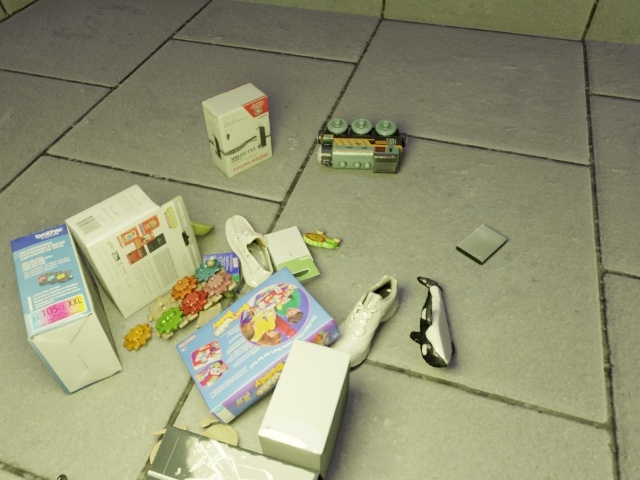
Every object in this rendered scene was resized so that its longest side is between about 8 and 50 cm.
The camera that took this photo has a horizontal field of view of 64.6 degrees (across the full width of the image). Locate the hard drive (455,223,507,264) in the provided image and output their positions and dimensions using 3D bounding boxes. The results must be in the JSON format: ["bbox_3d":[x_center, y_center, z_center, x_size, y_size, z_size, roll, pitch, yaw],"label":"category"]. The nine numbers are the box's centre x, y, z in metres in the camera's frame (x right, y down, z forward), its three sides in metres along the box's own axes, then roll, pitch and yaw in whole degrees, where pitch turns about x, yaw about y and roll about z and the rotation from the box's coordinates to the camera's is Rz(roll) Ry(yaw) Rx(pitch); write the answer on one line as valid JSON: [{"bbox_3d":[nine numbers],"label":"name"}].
[{"bbox_3d":[0.497,0.012,1.566,0.135,0.022,0.094,-36,56,-27],"label":"hard drive"}]

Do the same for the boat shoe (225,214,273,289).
[{"bbox_3d":[-0.201,0.016,1.509,0.098,0.096,0.277,0,48,-40],"label":"boat shoe"}]

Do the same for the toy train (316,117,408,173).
[{"bbox_3d":[0.147,-0.338,1.832,0.334,0.142,0.190,4,57,5],"label":"toy train"}]

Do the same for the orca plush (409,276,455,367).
[{"bbox_3d":[0.272,0.218,1.332,0.102,0.151,0.287,-23,46,23],"label":"orca plush"}]

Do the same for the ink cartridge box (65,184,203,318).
[{"bbox_3d":[-0.493,0.018,1.397,0.272,0.309,0.130,-34,55,-27],"label":"ink cartridge box"}]

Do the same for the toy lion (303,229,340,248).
[{"bbox_3d":[0.000,0.000,1.556,0.100,0.034,0.096,24,21,21],"label":"toy lion"}]

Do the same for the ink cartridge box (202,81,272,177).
[{"bbox_3d":[-0.287,-0.386,1.791,0.197,0.272,0.114,-32,58,-24],"label":"ink cartridge box"}]

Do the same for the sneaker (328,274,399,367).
[{"bbox_3d":[0.111,0.203,1.330,0.111,0.129,0.297,25,54,20],"label":"sneaker"}]

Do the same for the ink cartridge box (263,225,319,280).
[{"bbox_3d":[-0.087,0.059,1.513,0.109,0.062,0.209,-17,49,-14],"label":"ink cartridge box"}]

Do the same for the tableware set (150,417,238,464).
[{"bbox_3d":[-0.284,0.477,1.149,0.194,0.039,0.128,-10,40,-10],"label":"tableware set"}]

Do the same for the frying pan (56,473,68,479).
[{"bbox_3d":[-0.523,0.652,0.987,0.197,0.053,0.326,-34,53,-26],"label":"frying pan"}]

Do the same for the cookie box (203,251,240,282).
[{"bbox_3d":[-0.294,0.084,1.511,0.107,0.040,0.091,-5,46,-3],"label":"cookie box"}]

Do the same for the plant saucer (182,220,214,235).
[{"bbox_3d":[-0.449,-0.050,1.556,0.241,0.241,0.037,13,92,13],"label":"plant saucer"}]

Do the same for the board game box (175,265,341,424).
[{"bbox_3d":[-0.158,0.248,1.257,0.347,0.078,0.233,-36,46,-11],"label":"board game box"}]

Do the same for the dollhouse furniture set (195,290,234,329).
[{"bbox_3d":[-0.286,0.189,1.392,0.076,0.058,0.151,-22,38,22],"label":"dollhouse furniture set"}]

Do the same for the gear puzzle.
[{"bbox_3d":[-0.402,0.172,1.388,0.339,0.044,0.175,-38,41,-11],"label":"gear puzzle"}]

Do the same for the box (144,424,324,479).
[{"bbox_3d":[-0.188,0.568,0.930,0.313,0.179,0.343,11,60,13],"label":"box"}]

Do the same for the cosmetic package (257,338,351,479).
[{"bbox_3d":[-0.026,0.379,1.105,0.138,0.224,0.224,12,49,13],"label":"cosmetic package"}]

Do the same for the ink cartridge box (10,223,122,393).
[{"bbox_3d":[-0.659,0.149,1.307,0.151,0.269,0.395,-19,50,-20],"label":"ink cartridge box"}]
